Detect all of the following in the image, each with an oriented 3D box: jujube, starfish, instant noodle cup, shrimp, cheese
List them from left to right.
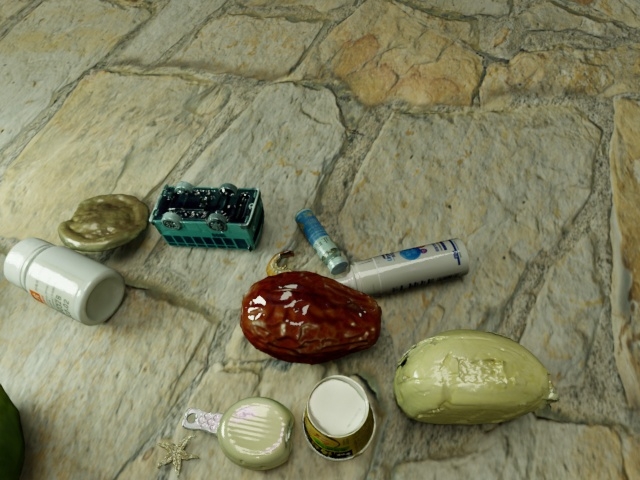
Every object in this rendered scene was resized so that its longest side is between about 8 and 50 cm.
[{"bbox_3d":[-0.286,0.417,1.028,0.086,0.016,0.092,37,71,25],"label":"starfish"},{"bbox_3d":[-0.163,0.369,1.021,0.228,0.064,0.137,8,53,9],"label":"cheese"},{"bbox_3d":[-0.068,0.066,1.249,0.127,0.025,0.091,15,56,18],"label":"shrimp"},{"bbox_3d":[-0.020,0.158,1.081,0.291,0.197,0.197,7,54,-8],"label":"jujube"},{"bbox_3d":[0.032,0.333,0.993,0.152,0.122,0.151,-3,57,4],"label":"instant noodle cup"}]

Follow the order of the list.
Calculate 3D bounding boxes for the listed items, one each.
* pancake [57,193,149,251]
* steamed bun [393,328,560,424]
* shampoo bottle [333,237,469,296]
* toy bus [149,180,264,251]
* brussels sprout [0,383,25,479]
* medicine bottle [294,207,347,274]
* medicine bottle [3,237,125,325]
[{"bbox_3d":[-0.549,-0.053,1.328,0.223,0.042,0.236,17,37,19],"label":"pancake"},{"bbox_3d":[0.276,0.246,0.968,0.273,0.232,0.166,-1,61,3],"label":"steamed bun"},{"bbox_3d":[0.179,0.069,1.186,0.304,0.092,0.092,-12,55,-3],"label":"shampoo bottle"},{"bbox_3d":[-0.266,-0.055,1.279,0.256,0.147,0.128,3,56,13],"label":"toy bus"},{"bbox_3d":[-0.708,0.388,0.924,0.276,0.315,0.371,-43,21,6],"label":"brussels sprout"},{"bbox_3d":[0.000,0.000,1.274,0.051,0.051,0.191,-27,56,-13],"label":"medicine bottle"},{"bbox_3d":[-0.596,0.089,1.209,0.252,0.144,0.144,23,60,17],"label":"medicine bottle"}]
